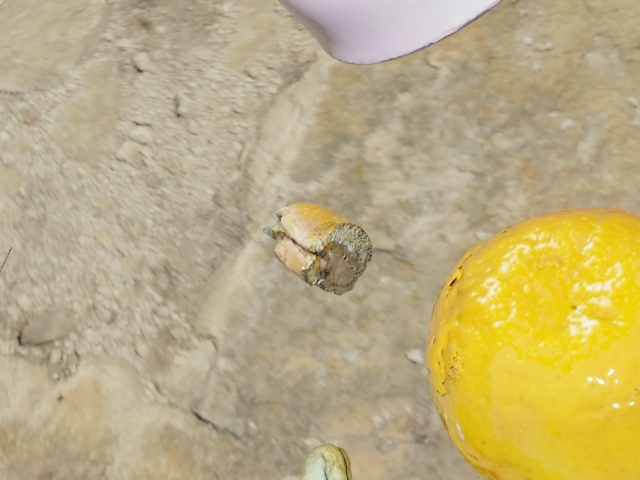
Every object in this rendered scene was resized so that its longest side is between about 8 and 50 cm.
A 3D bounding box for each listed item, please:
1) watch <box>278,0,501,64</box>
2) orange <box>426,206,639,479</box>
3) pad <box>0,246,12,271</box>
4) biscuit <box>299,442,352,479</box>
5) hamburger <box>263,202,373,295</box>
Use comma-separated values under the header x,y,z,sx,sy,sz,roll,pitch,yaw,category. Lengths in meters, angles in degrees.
x,y,z,sx,sy,sz,roll,pitch,yaw,category
0.046,-0.210,0.573,0.231,0.244,0.196,-46,119,0,watch
0.179,0.081,0.812,0.219,0.219,0.193,-15,137,-13,orange
-0.278,0.109,0.912,0.009,0.265,0.159,25,66,-14,pad
-0.015,0.358,1.143,0.078,0.329,0.335,16,78,-11,biscuit
-0.006,-0.004,1.398,0.102,0.176,0.087,41,99,21,hamburger
